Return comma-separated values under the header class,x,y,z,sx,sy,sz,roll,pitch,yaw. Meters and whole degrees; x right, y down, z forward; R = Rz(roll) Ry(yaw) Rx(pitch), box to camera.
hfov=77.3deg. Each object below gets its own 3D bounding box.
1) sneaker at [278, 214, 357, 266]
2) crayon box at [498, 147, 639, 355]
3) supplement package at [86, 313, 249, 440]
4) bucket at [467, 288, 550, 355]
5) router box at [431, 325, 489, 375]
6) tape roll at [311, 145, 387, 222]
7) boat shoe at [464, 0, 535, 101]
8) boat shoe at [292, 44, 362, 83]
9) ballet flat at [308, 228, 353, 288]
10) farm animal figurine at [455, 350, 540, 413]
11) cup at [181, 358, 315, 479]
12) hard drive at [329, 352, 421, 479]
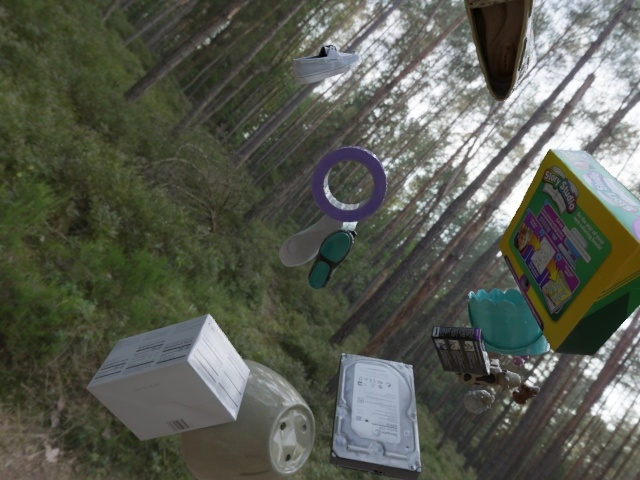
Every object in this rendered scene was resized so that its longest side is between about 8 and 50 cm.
class,x,y,z,sx,sy,sz,roll,pitch,yaw
sneaker,0.001,0.000,1.214,0.151,0.256,0.094,-3,62,-61
crayon box,0.567,0.015,0.905,0.362,0.106,0.313,-90,-173,-50
supplement package,-0.335,0.317,0.919,0.145,0.262,0.204,-81,150,-58
bucket,0.659,0.276,1.391,0.281,0.282,0.182,180,-93,-75
router box,0.412,0.324,1.171,0.133,0.046,0.178,-4,-49,30
tape roll,0.074,-0.145,1.023,0.189,0.189,0.080,45,16,-6
boat shoe,0.289,-0.363,0.634,0.105,0.089,0.285,3,-37,37
boat shoe,0.015,-0.417,0.927,0.066,0.184,0.063,45,-26,51
ballet flat,0.025,0.036,0.954,0.070,0.188,0.070,22,35,-17
farm animal figurine,0.688,0.503,1.571,0.172,0.327,0.330,3,69,-64
cup,-0.156,0.496,1.055,0.237,0.331,0.331,-6,-45,40
hard drive,0.158,0.493,1.162,0.237,0.338,0.064,10,-55,3
